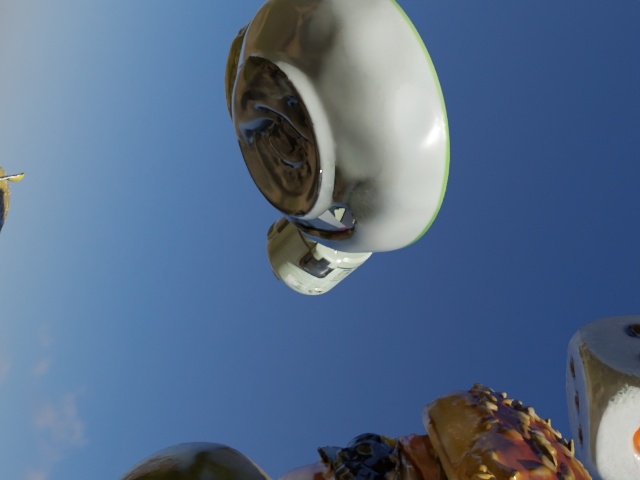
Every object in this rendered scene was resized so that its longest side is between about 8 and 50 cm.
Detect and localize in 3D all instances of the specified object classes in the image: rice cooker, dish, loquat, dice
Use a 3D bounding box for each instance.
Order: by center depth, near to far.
[{"bbox_3d":[-0.112,0.312,0.725,0.213,0.246,0.213,-9,-113,22],"label":"loquat"},{"bbox_3d":[-0.015,-0.122,0.797,0.324,0.124,0.324,39,-40,42],"label":"dish"},{"bbox_3d":[0.462,0.228,1.032,0.192,0.194,0.193,-71,156,-64],"label":"dice"},{"bbox_3d":[0.000,0.000,1.740,0.244,0.226,0.226,-38,-136,42],"label":"rice cooker"}]

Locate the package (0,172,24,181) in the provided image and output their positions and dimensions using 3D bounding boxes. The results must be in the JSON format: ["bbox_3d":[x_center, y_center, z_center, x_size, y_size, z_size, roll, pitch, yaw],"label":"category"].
[{"bbox_3d":[-0.320,-0.076,0.599,0.071,0.131,0.047,6,-121,54],"label":"package"}]

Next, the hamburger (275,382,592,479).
[{"bbox_3d":[0.099,0.238,0.482,0.225,0.291,0.291,-27,-140,3],"label":"hamburger"}]

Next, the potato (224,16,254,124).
[{"bbox_3d":[-0.059,-0.244,1.185,0.148,0.197,0.228,39,-60,55],"label":"potato"}]

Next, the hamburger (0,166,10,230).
[{"bbox_3d":[-0.510,-0.033,1.017,0.189,0.122,0.215,-45,-154,44],"label":"hamburger"}]
